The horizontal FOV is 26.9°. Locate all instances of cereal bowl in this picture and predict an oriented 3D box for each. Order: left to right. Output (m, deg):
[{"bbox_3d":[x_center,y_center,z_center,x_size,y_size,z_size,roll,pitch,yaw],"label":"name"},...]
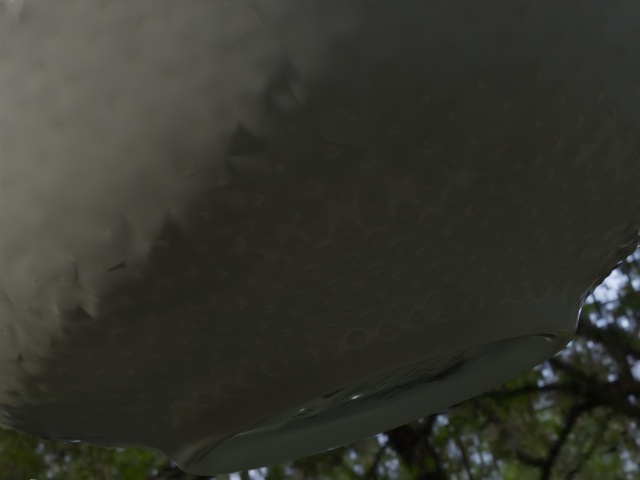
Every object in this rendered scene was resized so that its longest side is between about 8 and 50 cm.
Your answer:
[{"bbox_3d":[0.000,0.000,0.525,0.338,0.141,0.339,-18,-16,-5],"label":"cereal bowl"}]

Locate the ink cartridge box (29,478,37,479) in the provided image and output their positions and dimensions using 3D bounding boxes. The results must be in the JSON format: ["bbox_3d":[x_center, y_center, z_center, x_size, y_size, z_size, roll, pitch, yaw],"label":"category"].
[{"bbox_3d":[-0.062,0.273,0.673,0.121,0.289,0.211,-46,-41,-27],"label":"ink cartridge box"}]
